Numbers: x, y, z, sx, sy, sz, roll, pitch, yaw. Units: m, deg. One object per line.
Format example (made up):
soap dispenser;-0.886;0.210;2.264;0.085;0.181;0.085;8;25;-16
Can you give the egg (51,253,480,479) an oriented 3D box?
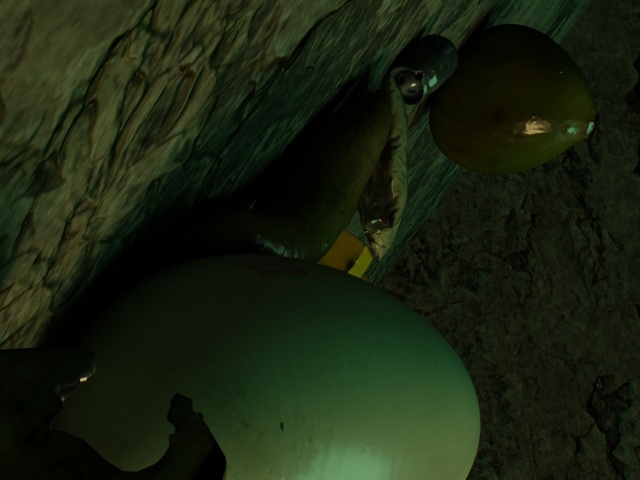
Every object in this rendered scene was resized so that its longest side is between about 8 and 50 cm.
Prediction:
egg;-0.025;0.127;0.993;0.371;0.230;0.230;9;121;-49

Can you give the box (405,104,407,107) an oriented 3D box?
box;0.057;-0.113;1.502;0.156;0.022;0.089;-58;173;34

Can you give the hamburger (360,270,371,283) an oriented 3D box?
hamburger;-0.048;0.140;1.592;0.285;0.134;0.265;-50;175;-47

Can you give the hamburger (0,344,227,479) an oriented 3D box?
hamburger;-0.179;0.174;0.633;0.192;0.167;0.288;-59;173;30

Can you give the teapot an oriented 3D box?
teapot;0.098;-0.174;1.404;0.083;0.063;0.049;-44;128;-43

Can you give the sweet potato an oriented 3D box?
sweet potato;-0.027;-0.027;1.136;0.346;0.079;0.108;-43;137;-55

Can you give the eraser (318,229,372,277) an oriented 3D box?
eraser;0.000;0.000;1.358;0.045;0.097;0.122;-53;172;-4

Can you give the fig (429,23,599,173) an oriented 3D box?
fig;0.262;-0.171;1.820;0.203;0.225;0.203;-38;143;-36

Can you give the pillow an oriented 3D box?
pillow;0.063;-0.065;1.358;0.230;0.050;0.148;80;21;-81
